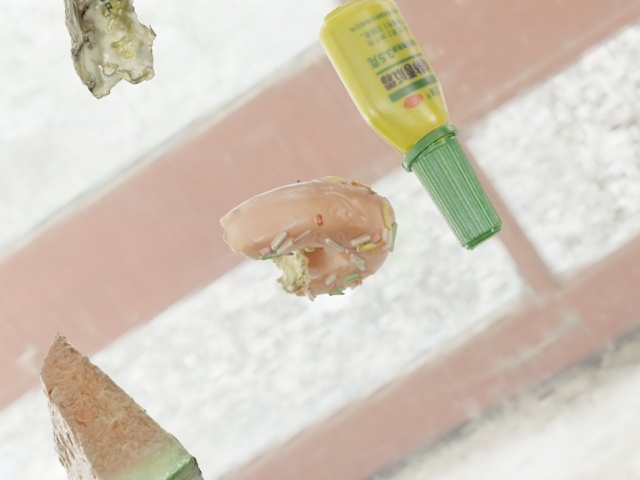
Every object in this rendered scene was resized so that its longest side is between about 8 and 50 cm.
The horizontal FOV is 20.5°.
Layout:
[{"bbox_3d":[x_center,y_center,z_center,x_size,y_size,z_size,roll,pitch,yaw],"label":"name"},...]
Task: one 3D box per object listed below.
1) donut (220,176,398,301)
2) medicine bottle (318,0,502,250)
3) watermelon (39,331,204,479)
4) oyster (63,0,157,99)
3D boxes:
[{"bbox_3d":[0.000,0.000,2.214,0.199,0.233,0.085,-18,62,20],"label":"donut"},{"bbox_3d":[0.107,-0.131,1.975,0.111,0.309,0.076,-27,-4,-32],"label":"medicine bottle"},{"bbox_3d":[-0.256,0.229,2.080,0.140,0.256,0.193,-31,-24,-22],"label":"watermelon"},{"bbox_3d":[-0.215,-0.226,1.672,0.106,0.199,0.061,4,-21,-26],"label":"oyster"}]
